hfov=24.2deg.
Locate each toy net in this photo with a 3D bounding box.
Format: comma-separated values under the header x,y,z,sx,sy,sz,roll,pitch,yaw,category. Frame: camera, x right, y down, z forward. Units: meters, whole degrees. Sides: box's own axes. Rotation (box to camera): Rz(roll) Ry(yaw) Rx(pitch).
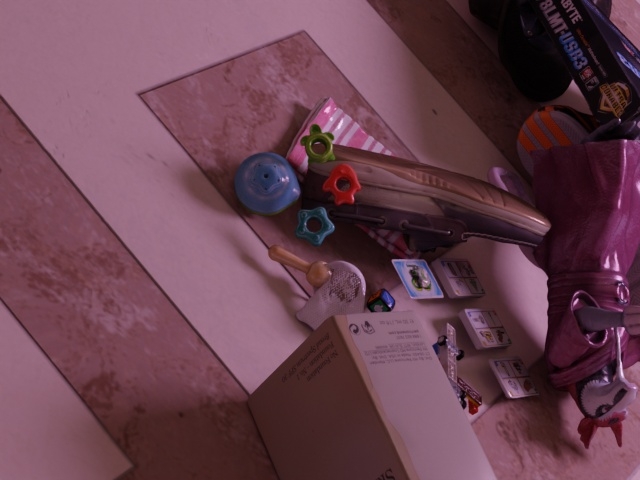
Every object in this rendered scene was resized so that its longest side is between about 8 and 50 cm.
x,y,z,sx,sy,sz,roll,pitch,yaw,category
0.000,0.000,1.575,0.122,0.045,0.232,-23,80,-8,toy net

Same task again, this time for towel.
x,y,z,sx,sy,sz,roll,pitch,yaw,category
0.055,-0.071,1.736,0.197,0.029,0.144,37,39,-9,towel

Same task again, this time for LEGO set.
x,y,z,sx,sy,sz,roll,pitch,yaw,category
0.131,0.107,1.627,0.244,0.060,0.182,1,58,-58,LEGO set

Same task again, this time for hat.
x,y,z,sx,sy,sz,roll,pitch,yaw,category
0.297,-0.367,2.128,0.134,0.331,0.331,16,23,33,hat

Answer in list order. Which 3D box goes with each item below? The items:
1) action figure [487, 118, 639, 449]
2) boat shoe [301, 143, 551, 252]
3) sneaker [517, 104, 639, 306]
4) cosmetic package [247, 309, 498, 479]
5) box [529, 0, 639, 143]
x,y,z,sx,sy,sz,roll,pitch,yaw,category
0.296,0.056,1.714,0.248,0.276,0.370,30,61,-53,action figure
0.114,-0.033,1.658,0.285,0.092,0.103,15,15,-14,boat shoe
0.396,-0.052,1.952,0.321,0.124,0.180,57,29,3,sneaker
0.067,0.233,1.352,0.113,0.160,0.309,0,54,-41,cosmetic package
0.420,-0.178,1.979,0.295,0.073,0.293,36,25,-40,box
